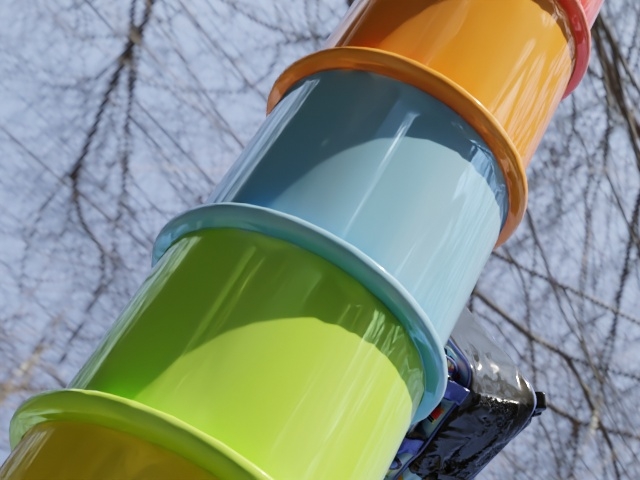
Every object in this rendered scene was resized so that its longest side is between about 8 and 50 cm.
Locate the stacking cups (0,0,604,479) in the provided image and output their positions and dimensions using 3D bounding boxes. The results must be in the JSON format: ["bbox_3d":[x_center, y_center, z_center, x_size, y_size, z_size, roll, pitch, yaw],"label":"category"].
[{"bbox_3d":[0.000,0.000,0.390,0.096,0.096,0.316,8,-131,26],"label":"stacking cups"}]

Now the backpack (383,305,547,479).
[{"bbox_3d":[0.038,0.115,0.972,0.173,0.117,0.158,-54,-135,19],"label":"backpack"}]
